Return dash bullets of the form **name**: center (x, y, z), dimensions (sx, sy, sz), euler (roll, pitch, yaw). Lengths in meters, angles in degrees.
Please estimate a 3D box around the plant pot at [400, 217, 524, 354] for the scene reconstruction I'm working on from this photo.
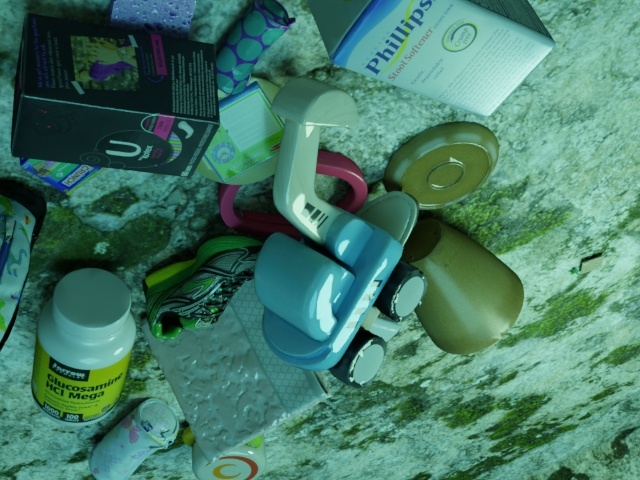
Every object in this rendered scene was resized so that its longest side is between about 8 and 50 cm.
- **plant pot**: center (0.269, 0.074, 1.841), dimensions (0.237, 0.237, 0.254), euler (-31, 126, 17)

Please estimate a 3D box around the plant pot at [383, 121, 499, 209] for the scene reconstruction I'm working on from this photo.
- **plant pot**: center (0.240, -0.134, 1.690), dimensions (0.236, 0.032, 0.236), euler (-11, 144, -8)

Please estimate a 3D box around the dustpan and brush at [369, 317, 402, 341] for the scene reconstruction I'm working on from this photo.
- **dustpan and brush**: center (0.069, 0.224, 1.979), dimensions (0.147, 0.060, 0.211), euler (19, 125, -25)

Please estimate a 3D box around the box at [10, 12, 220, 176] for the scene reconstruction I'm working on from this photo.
- **box**: center (-0.296, -0.201, 1.250), dimensions (0.270, 0.144, 0.165), euler (5, 153, -22)

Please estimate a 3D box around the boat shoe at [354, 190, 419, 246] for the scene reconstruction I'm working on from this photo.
- **boat shoe**: center (0.100, 0.023, 1.745), dimensions (0.096, 0.116, 0.324), euler (-18, 147, -55)

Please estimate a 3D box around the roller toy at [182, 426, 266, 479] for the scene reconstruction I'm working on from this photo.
- **roller toy**: center (-0.243, 0.542, 2.275), dimensions (0.209, 0.146, 0.191), euler (-13, 135, 3)

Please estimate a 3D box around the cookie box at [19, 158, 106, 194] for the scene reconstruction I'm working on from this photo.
- **cookie box**: center (-0.419, -0.132, 1.416), dimensions (0.091, 0.040, 0.107), euler (-32, 142, 17)

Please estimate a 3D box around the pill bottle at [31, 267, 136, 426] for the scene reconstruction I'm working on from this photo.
- **pill bottle**: center (-0.468, 0.210, 1.717), dimensions (0.187, 0.188, 0.334), euler (0, 140, -22)

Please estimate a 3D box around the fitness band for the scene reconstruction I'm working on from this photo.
- **fitness band**: center (-0.051, -0.086, 1.622), dimensions (0.290, 0.054, 0.209), euler (6, 135, -29)

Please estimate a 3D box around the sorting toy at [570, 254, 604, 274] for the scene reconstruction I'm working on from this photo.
- **sorting toy**: center (0.653, 0.062, 2.128), dimensions (0.083, 0.012, 0.062), euler (-19, 149, -4)

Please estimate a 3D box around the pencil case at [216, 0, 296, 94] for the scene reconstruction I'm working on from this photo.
- **pencil case**: center (-0.107, -0.294, 1.313), dimensions (0.070, 0.065, 0.152), euler (27, 128, -24)

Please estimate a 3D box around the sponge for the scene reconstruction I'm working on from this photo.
- **sponge**: center (-0.229, -0.355, 1.210), dimensions (0.117, 0.031, 0.210), euler (0, 141, -22)

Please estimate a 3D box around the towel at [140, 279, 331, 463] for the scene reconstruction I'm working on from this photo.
- **towel**: center (-0.179, 0.242, 1.776), dimensions (0.316, 0.332, 0.053), euler (-31, 170, 16)

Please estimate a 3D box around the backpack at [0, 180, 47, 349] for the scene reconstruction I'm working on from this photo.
- **backpack**: center (-0.592, 0.083, 1.362), dimensions (0.290, 0.356, 0.273), euler (-31, 141, 18)

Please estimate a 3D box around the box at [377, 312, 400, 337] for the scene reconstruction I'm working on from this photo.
- **box**: center (0.062, 0.191, 2.018), dimensions (0.230, 0.056, 0.183), euler (-18, 144, 1)

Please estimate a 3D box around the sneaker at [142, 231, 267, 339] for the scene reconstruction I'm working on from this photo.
- **sneaker**: center (-0.200, 0.094, 1.674), dimensions (0.343, 0.146, 0.134), euler (-29, 146, 31)

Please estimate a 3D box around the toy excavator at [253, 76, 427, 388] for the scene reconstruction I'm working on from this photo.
- **toy excavator**: center (0.000, 0.000, 1.484), dimensions (0.445, 0.222, 0.433), euler (33, 87, -53)

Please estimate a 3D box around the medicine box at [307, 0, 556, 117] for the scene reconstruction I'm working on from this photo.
- **medicine box**: center (0.131, -0.338, 1.184), dimensions (0.289, 0.264, 0.149), euler (12, 134, -33)

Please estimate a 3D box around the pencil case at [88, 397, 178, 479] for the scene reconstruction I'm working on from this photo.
- **pencil case**: center (-0.465, 0.503, 2.155), dimensions (0.273, 0.124, 0.113), euler (-41, 177, 31)

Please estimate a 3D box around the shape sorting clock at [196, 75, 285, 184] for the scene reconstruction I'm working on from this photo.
- **shape sorting clock**: center (-0.134, -0.182, 1.448), dimensions (0.206, 0.040, 0.206), euler (-4, 124, -7)
